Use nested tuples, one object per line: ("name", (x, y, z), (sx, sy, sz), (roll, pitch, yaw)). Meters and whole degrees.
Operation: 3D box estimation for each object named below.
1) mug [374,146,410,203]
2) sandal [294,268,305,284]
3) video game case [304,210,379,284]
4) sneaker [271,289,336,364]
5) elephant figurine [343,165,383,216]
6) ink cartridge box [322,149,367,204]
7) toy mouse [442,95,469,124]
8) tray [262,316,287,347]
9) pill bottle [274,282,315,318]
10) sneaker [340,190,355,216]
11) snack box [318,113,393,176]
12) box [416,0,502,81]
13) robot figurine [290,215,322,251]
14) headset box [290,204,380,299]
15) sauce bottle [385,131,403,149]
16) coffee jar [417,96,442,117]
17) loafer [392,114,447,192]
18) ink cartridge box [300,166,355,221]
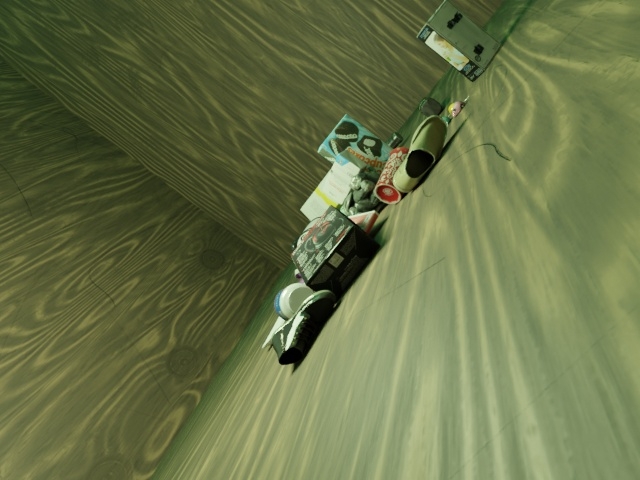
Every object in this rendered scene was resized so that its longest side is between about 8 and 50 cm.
("mug", (0.257, -0.217, 1.550), (0.169, 0.113, 0.150), (-59, 5, -31))
("sandal", (-0.064, 0.123, 2.193), (0.169, 0.102, 0.416), (-52, 5, 6))
("video game case", (0.067, 0.034, 1.553), (0.204, 0.025, 0.285), (-9, 48, 61))
("sneaker", (-0.033, 0.236, 1.266), (0.222, 0.083, 0.118), (-45, 24, 6))
("elephant figurine", (0.149, -0.123, 1.737), (0.186, 0.169, 0.239), (-16, -42, -45))
("ink cartridge box", (0.089, -0.238, 1.796), (0.060, 0.104, 0.180), (-39, -18, -47))
("toy mouse", (0.472, -0.459, 1.720), (0.143, 0.031, 0.161), (-55, 5, -28))
("tray", (-0.148, 0.325, 1.935), (0.145, 0.030, 0.270), (-51, 5, 29))
("pill bottle", (-0.079, 0.204, 1.562), (0.124, 0.124, 0.221), (-54, 5, -17))
("sneaker", (0.148, -0.151, 2.212), (0.151, 0.094, 0.256), (-45, -4, 16))
("snack box", (0.173, -0.327, 1.864), (0.187, 0.322, 0.060), (-54, 2, -18))
("box", (0.545, -0.784, 1.864), (0.169, 0.290, 0.087), (-55, 5, -20))
("robot figurine", (0.001, -0.002, 2.044), (0.209, 0.174, 0.278), (-50, 5, 30))
("headset box", (0.031, 0.027, 1.443), (0.218, 0.110, 0.293), (-52, 21, 5))
("sauce bottle", (0.337, -0.462, 2.688), (0.344, 0.111, 0.111), (-48, 6, 33))
("coffee jar", (0.504, -0.612, 2.193), (0.079, 0.096, 0.184), (-54, 3, 18))
("loafer", (0.316, -0.266, 1.438), (0.268, 0.102, 0.092), (-63, 7, -9))
("ink cartridge box", (0.111, -0.257, 2.501), (0.384, 0.160, 0.279), (-51, -17, 28))
